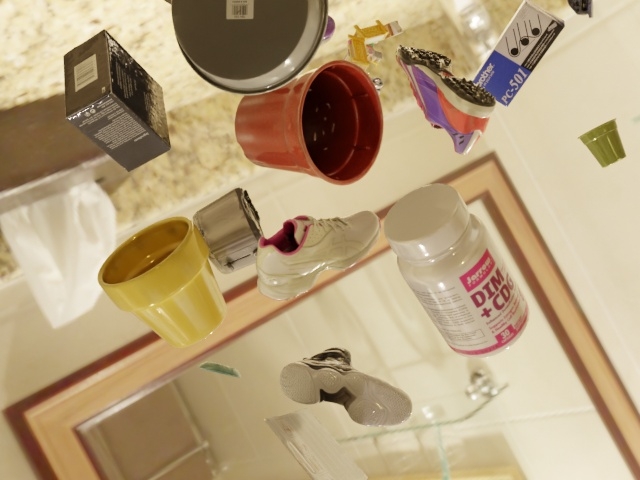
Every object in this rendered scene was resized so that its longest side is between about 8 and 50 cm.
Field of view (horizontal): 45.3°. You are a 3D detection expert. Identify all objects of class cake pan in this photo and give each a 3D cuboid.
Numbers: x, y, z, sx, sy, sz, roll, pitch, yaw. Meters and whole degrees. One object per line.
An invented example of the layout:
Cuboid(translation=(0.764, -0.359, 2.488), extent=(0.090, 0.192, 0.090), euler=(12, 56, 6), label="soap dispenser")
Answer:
Cuboid(translation=(-0.133, -0.404, 1.338), extent=(0.293, 0.293, 0.054), euler=(-29, 179, 15), label="cake pan")

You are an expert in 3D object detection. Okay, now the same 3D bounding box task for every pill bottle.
Cuboid(translation=(0.226, 0.052, 1.279), extent=(0.160, 0.283, 0.160), euler=(-25, -146, 18), label="pill bottle")

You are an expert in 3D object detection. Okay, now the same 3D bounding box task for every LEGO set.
Cuboid(translation=(0.113, -0.471, 1.967), extent=(0.107, 0.132, 0.287), euler=(-55, -168, 49), label="LEGO set")

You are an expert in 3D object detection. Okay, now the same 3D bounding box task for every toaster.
Cuboid(translation=(-0.220, -0.026, 1.886), extent=(0.146, 0.227, 0.129), euler=(-27, 142, 2), label="toaster")

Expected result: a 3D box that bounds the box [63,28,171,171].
Cuboid(translation=(-0.331, -0.225, 1.251), extent=(0.093, 0.156, 0.158), euler=(-26, 142, 14), label="box")

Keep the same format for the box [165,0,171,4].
Cuboid(translation=(-0.284, -0.666, 1.825), extent=(0.231, 0.056, 0.183), euler=(-60, 178, 17), label="box")

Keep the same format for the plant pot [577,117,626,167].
Cuboid(translation=(0.571, -0.190, 1.538), extent=(0.083, 0.079, 0.083), euler=(-25, 175, -2), label="plant pot")

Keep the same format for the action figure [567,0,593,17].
Cuboid(translation=(0.469, -0.607, 1.532), extent=(0.330, 0.342, 0.178), euler=(-9, -170, 22), label="action figure")

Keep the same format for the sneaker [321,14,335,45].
Cuboid(translation=(-0.072, -0.461, 1.507), extent=(0.236, 0.095, 0.104), euler=(15, 143, -19), label="sneaker")

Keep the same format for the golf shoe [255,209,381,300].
Cuboid(translation=(0.000, 0.000, 1.548), extent=(0.306, 0.140, 0.115), euler=(-32, -142, -27), label="golf shoe")

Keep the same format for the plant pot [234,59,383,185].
Cuboid(translation=(-0.041, -0.266, 1.771), extent=(0.265, 0.273, 0.272), euler=(6, -155, 45), label="plant pot")

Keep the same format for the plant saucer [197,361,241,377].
Cuboid(translation=(-0.266, 0.341, 2.035), extent=(0.119, 0.021, 0.119), euler=(13, 166, 3), label="plant saucer")

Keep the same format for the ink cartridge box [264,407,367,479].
Cuboid(translation=(-0.020, 0.408, 1.438), extent=(0.066, 0.189, 0.232), euler=(-48, 161, 13), label="ink cartridge box")

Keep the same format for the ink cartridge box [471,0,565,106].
Cuboid(translation=(0.416, -0.396, 1.630), extent=(0.207, 0.097, 0.046), euler=(-59, -178, 34), label="ink cartridge box")

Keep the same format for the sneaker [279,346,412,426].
Cuboid(translation=(0.064, 0.282, 1.536), extent=(0.268, 0.101, 0.153), euler=(12, -165, 17), label="sneaker")

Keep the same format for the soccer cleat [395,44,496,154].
Cuboid(translation=(0.222, -0.285, 1.491), extent=(0.108, 0.318, 0.117), euler=(0, 124, -26), label="soccer cleat")

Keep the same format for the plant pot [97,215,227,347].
Cuboid(translation=(-0.347, 0.111, 1.785), extent=(0.253, 0.239, 0.254), euler=(-22, -152, 13), label="plant pot")
